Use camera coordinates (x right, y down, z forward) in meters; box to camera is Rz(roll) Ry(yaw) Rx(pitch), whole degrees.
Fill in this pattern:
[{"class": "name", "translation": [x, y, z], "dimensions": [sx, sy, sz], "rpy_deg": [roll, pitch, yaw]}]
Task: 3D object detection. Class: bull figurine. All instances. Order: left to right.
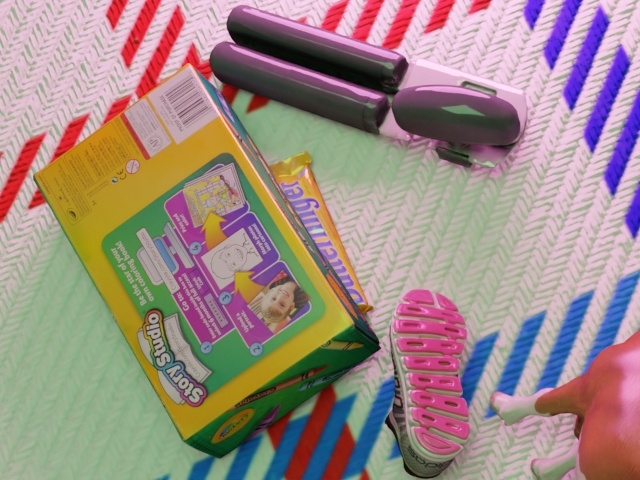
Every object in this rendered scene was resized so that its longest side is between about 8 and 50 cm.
[{"class": "bull figurine", "translation": [0.224, 0.156, 1.415], "dimensions": [0.188, 0.101, 0.310], "rpy_deg": [-28, 32, 30]}]

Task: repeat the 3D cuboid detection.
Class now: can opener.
[{"class": "can opener", "translation": [0.037, -0.137, 1.597], "dimensions": [0.283, 0.095, 0.076], "rpy_deg": [19, 75, 17]}]

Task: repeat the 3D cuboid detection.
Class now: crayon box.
[{"class": "crayon box", "translation": [-0.095, 0.016, 1.567], "dimensions": [0.165, 0.081, 0.278], "rpy_deg": [-35, 68, 7]}]

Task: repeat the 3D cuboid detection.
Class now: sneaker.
[{"class": "sneaker", "translation": [0.080, 0.116, 1.516], "dimensions": [0.063, 0.075, 0.170], "rpy_deg": [7, 48, -12]}]

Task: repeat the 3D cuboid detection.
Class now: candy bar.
[{"class": "candy bar", "translation": [0.000, 0.000, 1.598], "dimensions": [0.040, 0.018, 0.161], "rpy_deg": [-24, 67, 3]}]
